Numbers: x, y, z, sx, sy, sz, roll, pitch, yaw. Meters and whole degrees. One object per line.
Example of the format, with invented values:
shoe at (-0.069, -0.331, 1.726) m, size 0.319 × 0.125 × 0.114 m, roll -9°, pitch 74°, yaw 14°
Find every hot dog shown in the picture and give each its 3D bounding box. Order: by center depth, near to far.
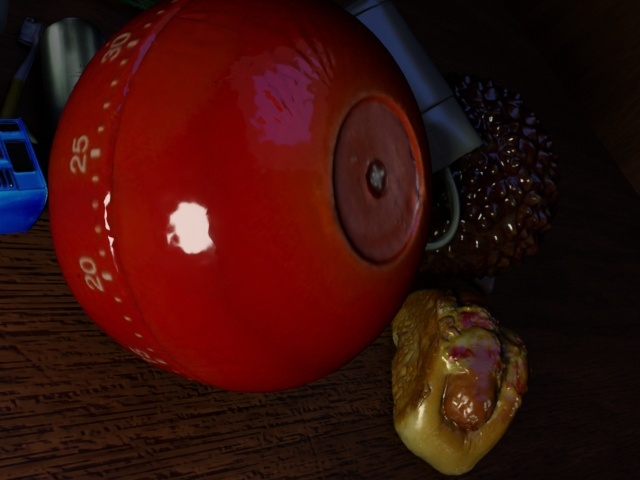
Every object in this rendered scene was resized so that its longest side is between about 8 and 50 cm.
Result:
hot dog at (0.179, 0.157, 1.048) m, size 0.150 × 0.153 × 0.257 m, roll 35°, pitch 34°, yaw -22°

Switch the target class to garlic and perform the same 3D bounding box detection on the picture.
garlic at (0.265, 0.050, 1.385) m, size 0.083 × 0.041 × 0.053 m, roll 31°, pitch 76°, yaw -18°

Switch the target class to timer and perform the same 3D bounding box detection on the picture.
timer at (-0.057, -0.049, 0.767) m, size 0.378 × 0.279 × 0.378 m, roll -4°, pitch 95°, yaw -52°

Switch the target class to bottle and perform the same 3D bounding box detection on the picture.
bottle at (-0.267, -0.139, 0.884) m, size 0.096 × 0.079 × 0.254 m, roll 9°, pitch 48°, yaw -34°

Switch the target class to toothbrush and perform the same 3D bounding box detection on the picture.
toothbrush at (-0.333, -0.158, 0.877) m, size 0.024 × 0.021 × 0.288 m, roll 19°, pitch 41°, yaw -24°

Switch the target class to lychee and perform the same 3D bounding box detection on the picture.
lychee at (0.207, -0.089, 1.206) m, size 0.306 × 0.305 × 0.330 m, roll -90°, pitch 170°, yaw -48°

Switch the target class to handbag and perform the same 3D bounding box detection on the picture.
handbag at (0.068, -0.129, 1.006) m, size 0.315 × 0.241 × 0.109 m, roll 60°, pitch -13°, yaw -4°

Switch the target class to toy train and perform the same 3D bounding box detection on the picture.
toy train at (-0.337, -0.099, 0.732) m, size 0.131 × 0.083 × 0.204 m, roll -10°, pitch 64°, yaw -39°

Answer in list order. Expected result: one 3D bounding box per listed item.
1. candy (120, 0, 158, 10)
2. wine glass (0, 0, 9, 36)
candy at (-0.304, -0.421, 1.152) m, size 0.141 × 0.078 × 0.203 m, roll 1°, pitch 66°, yaw -38°
wine glass at (-0.310, -0.341, 0.873) m, size 0.096 × 0.264 × 0.310 m, roll 42°, pitch 30°, yaw -33°
